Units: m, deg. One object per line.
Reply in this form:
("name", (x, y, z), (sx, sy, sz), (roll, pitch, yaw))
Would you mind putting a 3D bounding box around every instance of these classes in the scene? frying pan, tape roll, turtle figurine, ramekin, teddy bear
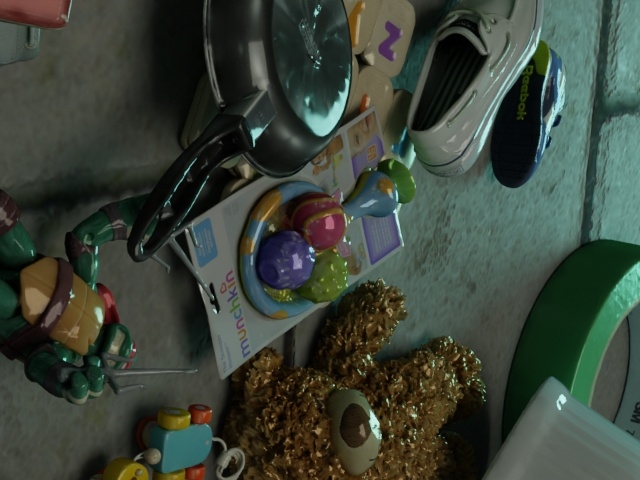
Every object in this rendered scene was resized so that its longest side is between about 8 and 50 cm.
("frying pan", (-0.054, -0.126, 1.201), (0.326, 0.053, 0.197), (-36, 119, -60))
("tape roll", (0.316, 0.162, 1.833), (0.321, 0.077, 0.321), (-19, 114, -49))
("turtle figurine", (-0.174, 0.038, 1.114), (0.234, 0.118, 0.175), (37, 38, -37))
("ramekin", (0.203, 0.278, 1.574), (0.277, 0.135, 0.277), (-57, 169, -18))
("teddy bear", (0.057, 0.167, 1.466), (0.338, 0.113, 0.245), (35, 70, -52))

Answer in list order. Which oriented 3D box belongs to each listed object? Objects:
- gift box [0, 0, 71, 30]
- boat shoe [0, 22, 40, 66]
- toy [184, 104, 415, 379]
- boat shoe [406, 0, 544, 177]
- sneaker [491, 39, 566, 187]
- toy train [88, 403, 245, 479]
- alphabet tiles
("gift box", (-0.266, -0.246, 0.807), (0.276, 0.258, 0.255), (14, 91, -34))
("boat shoe", (-0.197, -0.214, 1.024), (0.081, 0.079, 0.227), (-6, 116, -29))
("toy", (0.000, 0.000, 1.343), (0.237, 0.056, 0.137), (-37, 125, -42))
("boat shoe", (0.137, -0.167, 1.470), (0.076, 0.083, 0.226), (50, 52, -54))
("sneaker", (0.206, -0.119, 1.624), (0.059, 0.053, 0.144), (15, 89, -55))
("toy train", (-0.133, 0.199, 1.282), (0.166, 0.046, 0.125), (-50, 137, -27))
("alphabet tiles", (-0.006, -0.095, 1.378), (0.284, 0.021, 0.278), (27, 76, -53))
